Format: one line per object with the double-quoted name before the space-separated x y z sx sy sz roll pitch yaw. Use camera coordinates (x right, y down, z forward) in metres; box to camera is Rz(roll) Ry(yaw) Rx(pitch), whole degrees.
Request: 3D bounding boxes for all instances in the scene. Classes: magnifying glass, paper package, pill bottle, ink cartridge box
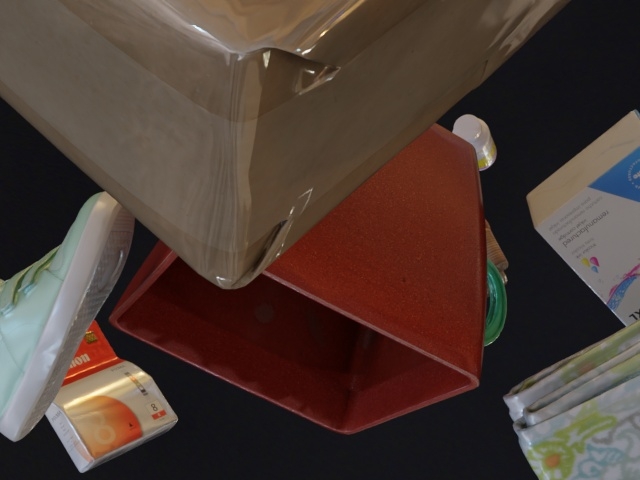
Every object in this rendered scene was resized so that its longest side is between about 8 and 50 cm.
"magnifying glass" 0.139 0.009 1.132 0.092 0.026 0.231 -39 -67 -35
"paper package" -0.048 -0.199 0.480 0.325 0.168 0.309 41 -116 15
"pill bottle" 0.174 -0.113 1.227 0.043 0.043 0.083 -60 -24 -8
"ink cartridge box" 0.319 0.010 1.010 0.134 0.078 0.231 -40 -73 19
"ink cartridge box" -0.279 0.181 1.340 0.145 0.045 0.179 -20 -107 -50

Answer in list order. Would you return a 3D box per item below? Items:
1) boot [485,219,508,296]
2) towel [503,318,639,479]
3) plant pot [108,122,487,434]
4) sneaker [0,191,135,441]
"boot" 0.196 0.004 1.503 0.072 0.197 0.152 -24 -111 -15
"towel" 0.385 0.211 0.952 0.320 0.090 0.375 -31 -79 14
"plant pot" 0.000 0.000 0.990 0.267 0.267 0.236 28 -118 -14
"sneaker" -0.264 0.038 0.905 0.151 0.094 0.256 33 -67 2
